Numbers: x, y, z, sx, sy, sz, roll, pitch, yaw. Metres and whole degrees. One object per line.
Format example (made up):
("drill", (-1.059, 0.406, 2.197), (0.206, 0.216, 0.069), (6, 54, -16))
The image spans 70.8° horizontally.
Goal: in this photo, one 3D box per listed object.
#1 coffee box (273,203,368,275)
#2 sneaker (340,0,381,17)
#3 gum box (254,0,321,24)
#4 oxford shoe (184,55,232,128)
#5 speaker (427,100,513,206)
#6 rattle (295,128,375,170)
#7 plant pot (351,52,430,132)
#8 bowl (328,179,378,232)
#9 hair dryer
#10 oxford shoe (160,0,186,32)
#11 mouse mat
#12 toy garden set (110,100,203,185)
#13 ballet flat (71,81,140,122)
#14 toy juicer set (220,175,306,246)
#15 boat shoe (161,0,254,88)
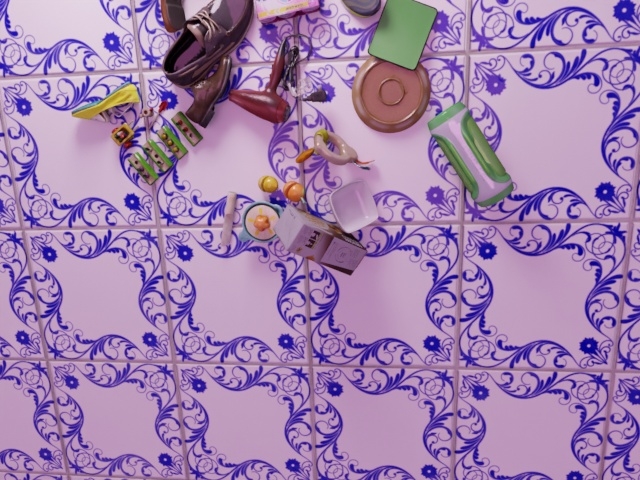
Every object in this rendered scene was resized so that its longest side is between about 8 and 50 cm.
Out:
("coffee box", (0.000, 0.000, 1.349), (0.246, 0.141, 0.098), (23, 107, -32))
("sneaker", (0.065, -0.753, 1.233), (0.111, 0.121, 0.300), (-35, 97, 13))
("gum box", (-0.102, -0.701, 1.293), (0.188, 0.062, 0.107), (-10, 101, 8))
("oxford shoe", (-0.338, -0.458, 1.352), (0.096, 0.083, 0.227), (25, 103, -25))
("speaker", (0.436, -0.247, 1.307), (0.131, 0.131, 0.297), (-33, 97, 12))
("rattle", (0.046, -0.239, 1.384), (0.199, 0.130, 0.143), (22, 118, -26))
("plant pot", (0.209, -0.440, 1.336), (0.236, 0.032, 0.237), (1, 102, 6))
("bowl", (0.095, -0.104, 1.394), (0.141, 0.053, 0.142), (-27, 98, -22))
("hair dryer", (-0.137, -0.467, 1.361), (0.293, 0.080, 0.224), (-20, 85, 4))
("oxford shoe", (-0.448, -0.723, 1.327), (0.076, 0.076, 0.213), (3, 94, 46))
("mouse mat", (0.235, -0.599, 1.292), (0.152, 0.007, 0.190), (21, 94, 1))
("toy garden set", (-0.534, -0.327, 1.433), (0.244, 0.049, 0.204), (-38, 97, 13))
("ballet flat", (-0.672, -0.418, 1.419), (0.230, 0.077, 0.077), (-23, 116, 9))
("toy juicer set", (-0.191, -0.095, 1.430), (0.328, 0.089, 0.209), (-8, 102, 8))
("boat shoe", (-0.326, -0.590, 1.308), (0.132, 0.130, 0.355), (41, 104, -4))
